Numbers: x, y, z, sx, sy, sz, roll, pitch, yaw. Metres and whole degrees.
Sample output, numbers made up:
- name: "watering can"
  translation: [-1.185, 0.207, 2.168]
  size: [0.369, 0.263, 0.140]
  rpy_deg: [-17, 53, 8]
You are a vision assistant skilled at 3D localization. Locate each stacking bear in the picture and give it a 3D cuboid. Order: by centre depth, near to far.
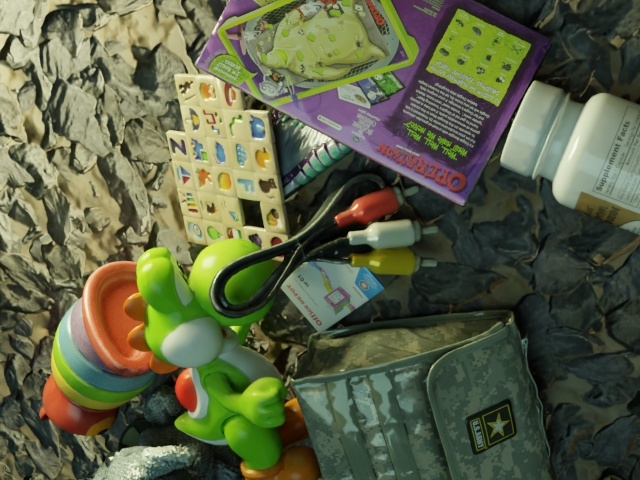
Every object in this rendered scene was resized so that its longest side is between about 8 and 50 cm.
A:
- name: "stacking bear"
  translation: [-0.307, 0.175, 1.527]
  size: [0.164, 0.175, 0.289]
  rpy_deg: [51, 132, 15]

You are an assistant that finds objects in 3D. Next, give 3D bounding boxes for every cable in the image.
- name: "cable"
  translation: [0.000, 0.000, 1.285]
  size: [0.072, 0.287, 0.139]
  rpy_deg: [-12, 94, 68]

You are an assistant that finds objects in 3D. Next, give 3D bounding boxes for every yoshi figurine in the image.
- name: "yoshi figurine"
  translation: [-0.090, 0.143, 1.376]
  size: [0.203, 0.203, 0.362]
  rpy_deg: [4, 132, 47]

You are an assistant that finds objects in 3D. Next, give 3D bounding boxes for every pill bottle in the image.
- name: "pill bottle"
  translation: [0.319, -0.085, 1.164]
  size: [0.229, 0.131, 0.131]
  rpy_deg: [23, 119, 11]

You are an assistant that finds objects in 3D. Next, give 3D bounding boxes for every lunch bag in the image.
- name: "lunch bag"
  translation: [0.139, 0.224, 1.358]
  size: [0.287, 0.169, 0.235]
  rpy_deg: [-12, 107, 15]

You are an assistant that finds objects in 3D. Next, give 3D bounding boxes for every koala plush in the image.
- name: "koala plush"
  translation: [-0.217, 0.329, 1.474]
  size: [0.203, 0.221, 0.196]
  rpy_deg: [34, 93, 9]

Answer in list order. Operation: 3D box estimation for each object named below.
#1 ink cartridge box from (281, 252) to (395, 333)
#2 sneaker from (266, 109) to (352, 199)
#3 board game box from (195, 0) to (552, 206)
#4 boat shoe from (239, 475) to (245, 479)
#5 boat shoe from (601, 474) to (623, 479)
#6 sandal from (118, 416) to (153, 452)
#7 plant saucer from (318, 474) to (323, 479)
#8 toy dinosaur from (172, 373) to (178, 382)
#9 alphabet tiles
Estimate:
- name: "ink cartridge box"
  translation: [0.020, 0.051, 1.392]
  size: [0.122, 0.052, 0.088]
  rpy_deg: [-37, 95, 32]
- name: "sneaker"
  translation: [-0.008, -0.134, 1.306]
  size: [0.224, 0.083, 0.098]
  rpy_deg: [-34, 92, 31]
- name: "board game box"
  translation: [0.057, -0.207, 1.216]
  size: [0.347, 0.056, 0.208]
  rpy_deg: [29, 89, 8]
- name: "boat shoe"
  translation: [-0.047, 0.384, 1.523]
  size: [0.183, 0.083, 0.065]
  rpy_deg: [39, 155, -28]
- name: "boat shoe"
  translation: [0.410, 0.346, 1.368]
  size: [0.135, 0.050, 0.045]
  rpy_deg: [30, 126, 7]
- name: "sandal"
  translation: [-0.198, 0.400, 1.625]
  size: [0.120, 0.086, 0.302]
  rpy_deg: [-26, 84, 8]
- name: "plant saucer"
  translation: [0.029, 0.420, 1.564]
  size: [0.200, 0.037, 0.200]
  rpy_deg: [9, 116, 19]
- name: "toy dinosaur"
  translation: [-0.153, 0.205, 1.519]
  size: [0.047, 0.082, 0.090]
  rpy_deg: [45, 162, 39]
- name: "alphabet tiles"
  translation: [-0.123, -0.094, 1.371]
  size: [0.198, 0.009, 0.237]
  rpy_deg: [11, 118, 41]
